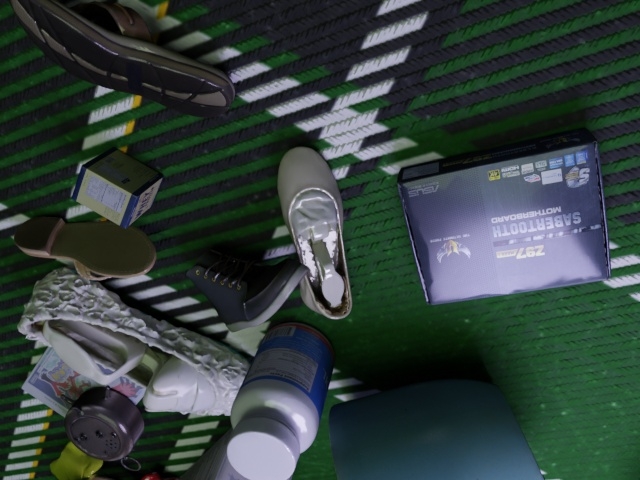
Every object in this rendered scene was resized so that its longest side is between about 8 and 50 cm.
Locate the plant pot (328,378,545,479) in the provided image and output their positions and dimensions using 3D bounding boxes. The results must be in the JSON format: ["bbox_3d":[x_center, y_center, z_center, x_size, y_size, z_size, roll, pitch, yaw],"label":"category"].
[{"bbox_3d":[0.177,0.330,0.797,0.235,0.293,0.293,-23,110,7],"label":"plant pot"}]

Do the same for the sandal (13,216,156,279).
[{"bbox_3d":[-0.342,0.021,0.875,0.239,0.088,0.079,10,150,15],"label":"sandal"}]

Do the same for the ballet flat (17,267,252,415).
[{"bbox_3d":[-0.284,0.193,0.903,0.408,0.147,0.147,28,119,-4],"label":"ballet flat"}]

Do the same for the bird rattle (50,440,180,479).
[{"bbox_3d":[-0.404,0.494,1.113,0.253,0.143,0.207,16,136,-15],"label":"bird rattle"}]

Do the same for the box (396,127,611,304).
[{"bbox_3d":[0.229,-0.023,0.722,0.232,0.059,0.184,-10,115,17],"label":"box"}]

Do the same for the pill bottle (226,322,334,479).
[{"bbox_3d":[-0.056,0.227,0.818,0.124,0.222,0.125,5,118,10],"label":"pill bottle"}]

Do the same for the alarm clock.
[{"bbox_3d":[-0.374,0.343,1.015,0.129,0.064,0.192,-15,116,20],"label":"alarm clock"}]

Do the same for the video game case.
[{"bbox_3d":[-0.419,0.258,1.026,0.183,0.023,0.201,38,118,-8],"label":"video game case"}]

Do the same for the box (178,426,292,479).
[{"bbox_3d":[-0.167,0.448,0.998,0.126,0.149,0.232,38,118,-9],"label":"box"}]

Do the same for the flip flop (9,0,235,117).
[{"bbox_3d":[-0.233,-0.238,0.701,0.276,0.080,0.112,18,158,-12],"label":"flip flop"}]

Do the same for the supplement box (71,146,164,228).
[{"bbox_3d":[-0.277,-0.074,0.792,0.083,0.083,0.056,30,119,-3],"label":"supplement box"}]

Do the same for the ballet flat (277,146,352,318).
[{"bbox_3d":[0.000,0.000,0.768,0.086,0.086,0.249,-5,118,14],"label":"ballet flat"}]

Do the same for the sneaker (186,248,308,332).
[{"bbox_3d":[-0.112,0.053,0.789,0.118,0.083,0.222,47,142,-8],"label":"sneaker"}]
